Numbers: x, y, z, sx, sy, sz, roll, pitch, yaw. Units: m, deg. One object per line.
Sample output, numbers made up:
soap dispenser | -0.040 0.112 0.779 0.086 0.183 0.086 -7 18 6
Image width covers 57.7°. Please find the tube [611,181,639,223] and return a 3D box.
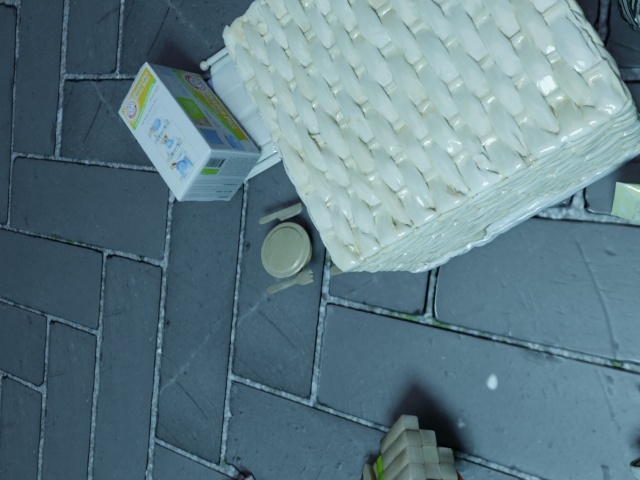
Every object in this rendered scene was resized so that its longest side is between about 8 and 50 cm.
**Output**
tube | 0.422 -0.016 0.579 0.240 0.062 0.070 15 127 26

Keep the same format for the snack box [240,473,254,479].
snack box | -0.117 0.471 0.947 0.100 0.037 0.141 -44 70 26

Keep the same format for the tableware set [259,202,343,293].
tableware set | 0.000 0.000 0.856 0.194 0.039 0.128 -19 67 25

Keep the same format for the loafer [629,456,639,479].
loafer | 0.443 0.165 0.552 0.111 0.112 0.319 42 112 14

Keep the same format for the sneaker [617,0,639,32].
sneaker | 0.384 -0.222 0.585 0.146 0.134 0.343 -169 72 -67

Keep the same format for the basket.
basket | 0.126 -0.162 0.645 0.328 0.266 0.331 -32 77 27

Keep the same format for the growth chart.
growth chart | -0.132 -0.210 0.939 0.172 0.021 0.237 -14 85 31

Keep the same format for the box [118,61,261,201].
box | -0.206 -0.168 0.909 0.103 0.114 0.203 -49 67 27

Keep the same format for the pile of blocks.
pile of blocks | 0.114 0.397 0.781 0.112 0.149 0.362 10 112 -12
